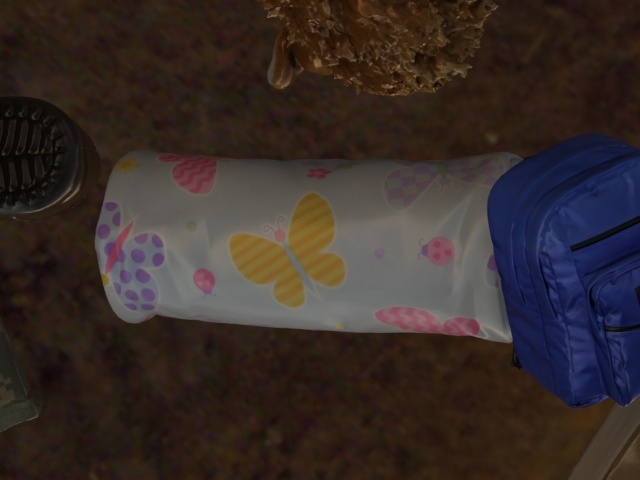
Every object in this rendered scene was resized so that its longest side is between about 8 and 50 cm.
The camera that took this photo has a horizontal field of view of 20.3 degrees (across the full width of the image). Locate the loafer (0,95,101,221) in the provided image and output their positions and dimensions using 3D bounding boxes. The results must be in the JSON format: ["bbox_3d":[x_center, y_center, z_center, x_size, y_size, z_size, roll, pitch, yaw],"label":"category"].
[{"bbox_3d":[-0.355,-0.061,1.598,0.130,0.366,0.134,22,76,-66],"label":"loafer"}]

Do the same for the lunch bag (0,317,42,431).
[{"bbox_3d":[-0.320,0.029,1.175,0.169,0.287,0.235,-25,100,-22],"label":"lunch bag"}]

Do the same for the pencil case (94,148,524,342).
[{"bbox_3d":[0.000,0.000,1.103,0.124,0.273,0.113,-29,119,-72],"label":"pencil case"}]

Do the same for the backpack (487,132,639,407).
[{"bbox_3d":[0.145,0.011,0.881,0.098,0.101,0.120,-26,114,-19],"label":"backpack"}]

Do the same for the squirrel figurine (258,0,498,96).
[{"bbox_3d":[0.003,-0.273,1.612,0.281,0.397,0.370,-11,132,0],"label":"squirrel figurine"}]

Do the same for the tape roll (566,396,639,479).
[{"bbox_3d":[0.176,0.156,0.886,0.392,0.072,0.392,-59,180,0],"label":"tape roll"}]
